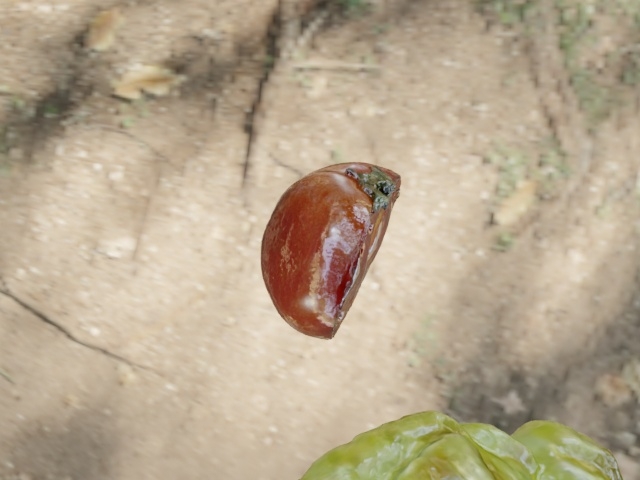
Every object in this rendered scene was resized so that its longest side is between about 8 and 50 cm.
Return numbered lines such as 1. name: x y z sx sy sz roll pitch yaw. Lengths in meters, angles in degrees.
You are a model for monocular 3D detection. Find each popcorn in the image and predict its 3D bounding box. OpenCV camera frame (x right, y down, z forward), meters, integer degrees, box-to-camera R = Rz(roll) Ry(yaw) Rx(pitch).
1. popcorn: 0.090 0.238 1.191 0.276 0.225 0.276 -41 149 -32

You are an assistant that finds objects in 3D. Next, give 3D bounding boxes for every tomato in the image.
1. tomato: 0.000 0.000 1.443 0.091 0.159 0.139 21 120 3
